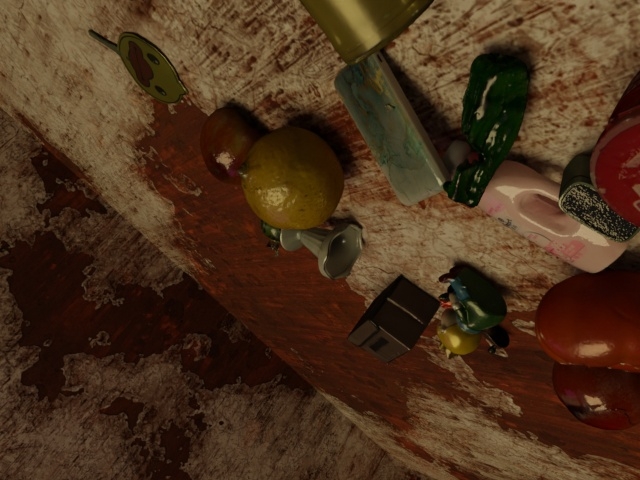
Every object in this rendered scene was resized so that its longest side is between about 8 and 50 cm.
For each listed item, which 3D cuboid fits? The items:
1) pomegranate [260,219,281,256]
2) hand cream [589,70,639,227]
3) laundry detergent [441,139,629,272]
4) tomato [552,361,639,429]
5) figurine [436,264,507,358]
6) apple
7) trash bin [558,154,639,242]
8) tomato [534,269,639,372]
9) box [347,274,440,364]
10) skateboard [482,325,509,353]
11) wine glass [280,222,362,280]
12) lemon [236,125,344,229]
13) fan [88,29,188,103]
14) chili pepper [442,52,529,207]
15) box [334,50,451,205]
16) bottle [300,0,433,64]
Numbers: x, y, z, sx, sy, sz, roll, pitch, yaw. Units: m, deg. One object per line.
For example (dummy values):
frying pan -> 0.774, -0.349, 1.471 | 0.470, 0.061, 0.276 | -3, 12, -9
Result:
pomegranate -> -0.125, -0.028, 1.586 | 0.122, 0.161, 0.122 | 18, -171, -3
hand cream -> 0.468, -0.119, 0.654 | 0.230, 0.149, 0.230 | 28, 156, 14
laundry detergent -> 0.364, -0.068, 0.946 | 0.335, 0.088, 0.159 | 32, 157, 10
tomato -> 0.619, 0.317, 1.175 | 0.208, 0.184, 0.208 | 28, 153, 16
figurine -> 0.341, 0.183, 1.331 | 0.185, 0.127, 0.234 | 42, 147, 12
apple -> -0.217, -0.235, 1.356 | 0.195, 0.160, 0.173 | 37, 134, -16
trash bin -> 0.424, -0.067, 0.808 | 0.116, 0.130, 0.059 | 34, 126, 7
tomato -> 0.528, 0.147, 0.973 | 0.259, 0.180, 0.260 | 1, 165, 0
box -> 0.213, 0.241, 1.579 | 0.153, 0.188, 0.252 | 37, 153, 5
skateboard -> 0.441, 0.223, 1.401 | 0.151, 0.067, 0.080 | 45, 145, -9
wine glass -> 0.000, 0.000, 1.472 | 0.196, 0.165, 0.165 | 28, 155, 35
lemon -> -0.061, -0.135, 1.217 | 0.228, 0.228, 0.253 | 22, 169, 29
fan -> -0.490, -0.475, 1.431 | 0.335, 0.011, 0.229 | 33, 155, 8
chili pepper -> 0.261, -0.169, 0.844 | 0.083, 0.099, 0.253 | -120, 30, -52
box -> 0.128, -0.203, 0.978 | 0.285, 0.044, 0.142 | 59, 154, -2
bottle -> -0.002, -0.425, 0.703 | 0.351, 0.171, 0.171 | 49, 153, -21
